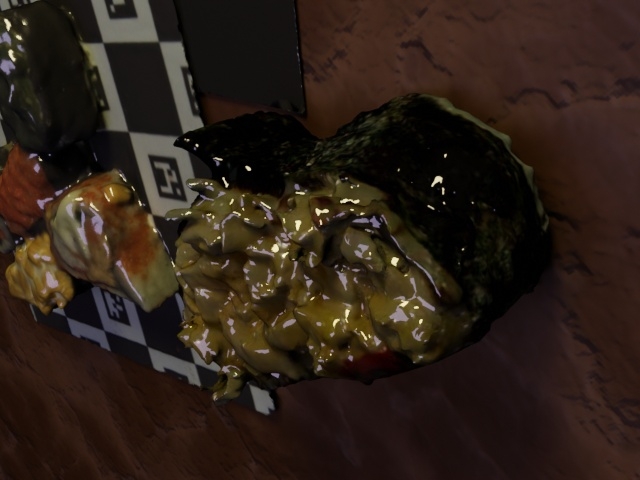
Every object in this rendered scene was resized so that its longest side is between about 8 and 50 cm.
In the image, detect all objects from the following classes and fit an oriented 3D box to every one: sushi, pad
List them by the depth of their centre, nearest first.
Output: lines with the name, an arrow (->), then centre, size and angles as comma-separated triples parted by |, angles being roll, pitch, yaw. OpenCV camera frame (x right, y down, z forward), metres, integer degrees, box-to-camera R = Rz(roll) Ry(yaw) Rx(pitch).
sushi -> 0.000, 0.000, 0.469 | 0.212, 0.115, 0.147 | -9, 108, 50
pad -> -0.078, -0.195, 0.515 | 0.163, 0.004, 0.243 | 19, 127, 38
sushi -> -0.205, -0.049, 0.693 | 0.343, 0.064, 0.359 | 11, 121, 44
